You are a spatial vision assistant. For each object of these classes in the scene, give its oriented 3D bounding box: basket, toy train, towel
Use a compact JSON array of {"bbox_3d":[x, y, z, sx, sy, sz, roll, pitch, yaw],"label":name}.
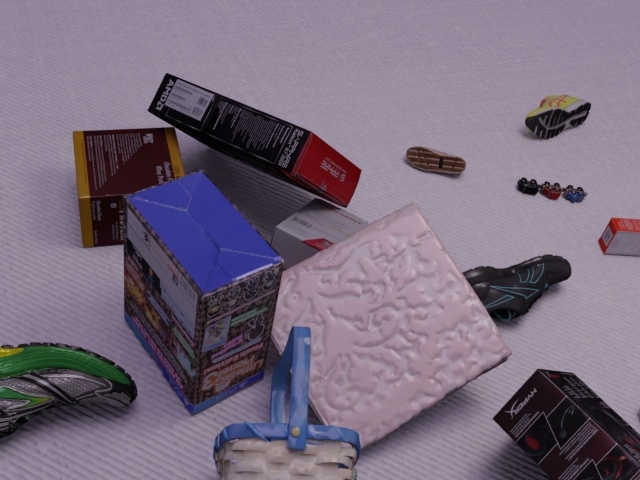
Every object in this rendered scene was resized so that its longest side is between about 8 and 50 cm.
[{"bbox_3d":[-0.049,0.291,1.136,0.201,0.254,0.288,2,64,-8],"label":"basket"},{"bbox_3d":[0.515,-0.110,1.802,0.158,0.027,0.036,9,48,-2],"label":"toy train"},{"bbox_3d":[0.095,0.139,1.329,0.332,0.053,0.317,-28,73,-11],"label":"towel"}]

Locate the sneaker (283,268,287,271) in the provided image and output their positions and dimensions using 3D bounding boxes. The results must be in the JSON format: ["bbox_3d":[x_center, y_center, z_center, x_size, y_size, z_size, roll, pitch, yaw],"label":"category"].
[{"bbox_3d":[-0.057,0.094,1.462,0.070,0.051,0.134,33,44,27],"label":"sneaker"}]

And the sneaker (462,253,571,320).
[{"bbox_3d":[0.367,0.097,1.537,0.267,0.101,0.106,-10,71,-22],"label":"sneaker"}]

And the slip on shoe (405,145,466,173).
[{"bbox_3d":[0.257,-0.178,1.809,0.135,0.051,0.041,10,4,9],"label":"slip on shoe"}]

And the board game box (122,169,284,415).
[{"bbox_3d":[-0.193,0.082,1.274,0.141,0.291,0.232,-23,55,-31],"label":"board game box"}]

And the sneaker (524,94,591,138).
[{"bbox_3d":[0.561,-0.311,1.984,0.209,0.081,0.094,-17,44,-34],"label":"sneaker"}]

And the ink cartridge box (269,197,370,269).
[{"bbox_3d":[0.000,0.000,1.523,0.127,0.072,0.175,26,29,15],"label":"ink cartridge box"}]

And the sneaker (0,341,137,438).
[{"bbox_3d":[-0.449,0.233,1.213,0.344,0.134,0.146,3,70,-14],"label":"sneaker"}]

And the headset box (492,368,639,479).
[{"bbox_3d":[0.426,0.332,1.210,0.293,0.110,0.218,45,14,29],"label":"headset box"}]

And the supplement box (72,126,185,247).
[{"bbox_3d":[-0.360,-0.104,1.540,0.194,0.129,0.191,-5,47,-16],"label":"supplement box"}]

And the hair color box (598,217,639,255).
[{"bbox_3d":[0.665,-0.005,1.698,0.141,0.072,0.043,4,45,-9],"label":"hair color box"}]

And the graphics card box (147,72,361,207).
[{"bbox_3d":[-0.125,-0.193,1.573,0.371,0.233,0.094,25,89,29],"label":"graphics card box"}]
